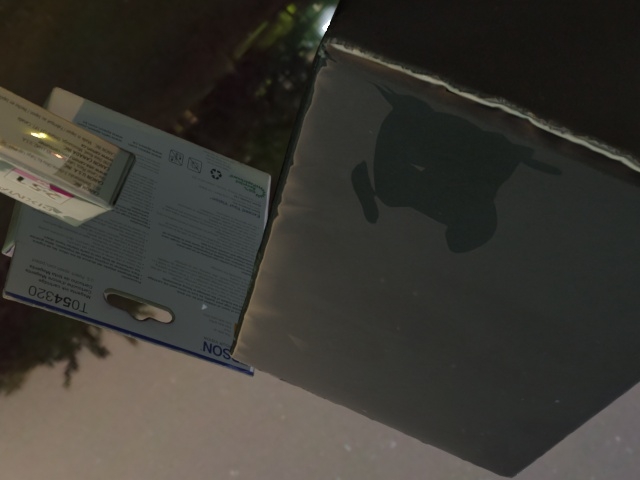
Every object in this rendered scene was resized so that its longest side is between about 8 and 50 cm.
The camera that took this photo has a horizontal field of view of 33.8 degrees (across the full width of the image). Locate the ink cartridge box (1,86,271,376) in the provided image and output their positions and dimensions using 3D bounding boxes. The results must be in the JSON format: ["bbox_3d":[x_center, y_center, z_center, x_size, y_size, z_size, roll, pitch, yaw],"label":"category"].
[{"bbox_3d":[-0.226,-0.003,1.338,0.071,0.324,0.330,-42,-146,45],"label":"ink cartridge box"}]

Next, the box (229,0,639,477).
[{"bbox_3d":[0.168,-0.128,0.850,0.480,0.297,0.471,111,1,-61],"label":"box"}]

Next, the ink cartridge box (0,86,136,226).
[{"bbox_3d":[-0.328,-0.094,0.938,0.239,0.275,0.060,-16,-129,62],"label":"ink cartridge box"}]
